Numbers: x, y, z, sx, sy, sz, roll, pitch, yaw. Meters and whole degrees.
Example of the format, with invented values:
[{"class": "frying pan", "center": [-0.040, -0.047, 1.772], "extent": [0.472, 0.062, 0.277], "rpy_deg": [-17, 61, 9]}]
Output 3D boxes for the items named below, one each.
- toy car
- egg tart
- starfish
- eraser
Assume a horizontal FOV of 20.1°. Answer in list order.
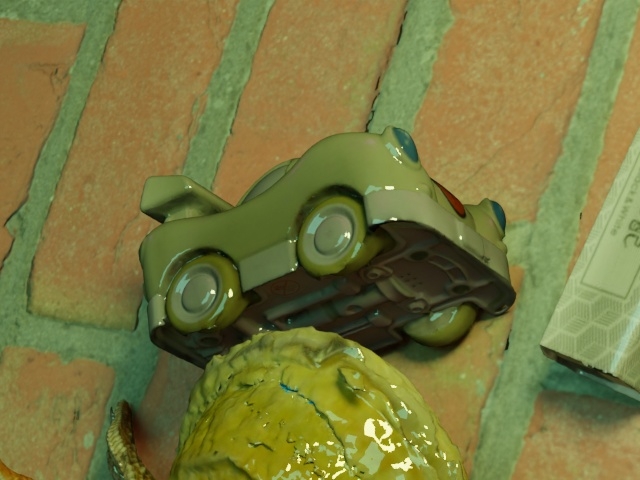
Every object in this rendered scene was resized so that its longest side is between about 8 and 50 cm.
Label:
[{"class": "toy car", "center": [0.000, 0.000, 1.827], "extent": [0.336, 0.242, 0.226], "rpy_deg": [-25, 55, 25]}, {"class": "egg tart", "center": [-0.021, 0.270, 1.691], "extent": [0.388, 0.169, 0.387], "rpy_deg": [16, 115, 39]}, {"class": "starfish", "center": [-0.204, 0.337, 1.809], "extent": [0.132, 0.384, 0.398], "rpy_deg": [-16, 78, 16]}, {"class": "eraser", "center": [0.344, -0.052, 1.701], "extent": [0.098, 0.096, 0.403], "rpy_deg": [22, 85, 39]}]
